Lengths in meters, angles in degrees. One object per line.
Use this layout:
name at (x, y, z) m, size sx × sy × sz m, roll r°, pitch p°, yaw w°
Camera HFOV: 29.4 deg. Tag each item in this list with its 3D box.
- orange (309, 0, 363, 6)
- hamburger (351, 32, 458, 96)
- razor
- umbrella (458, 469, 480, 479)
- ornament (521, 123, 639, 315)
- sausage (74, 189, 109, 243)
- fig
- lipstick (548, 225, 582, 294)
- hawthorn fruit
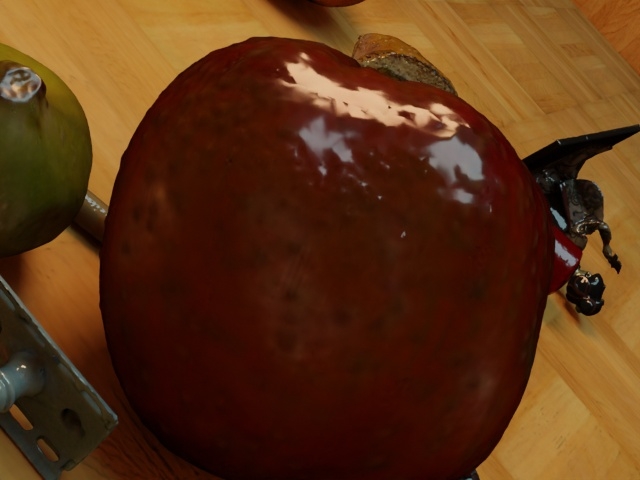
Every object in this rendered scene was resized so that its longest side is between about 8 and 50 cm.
orange at (-0.002, -0.372, 1.448) m, size 0.224 × 0.170 × 0.224 m, roll 22°, pitch 18°, yaw -7°
hamburger at (0.087, -0.195, 1.416) m, size 0.176 × 0.087 × 0.102 m, roll 20°, pitch 37°, yaw -40°
razor at (-0.198, 0.097, 0.554) m, size 0.106 × 0.068 × 0.232 m, roll 48°, pitch 29°, yaw 6°
umbrella at (0.127, 0.223, 0.899) m, size 0.037 × 0.040 × 0.144 m, roll 27°, pitch 30°, yaw -53°
ornament at (0.302, -0.009, 1.438) m, size 0.153 × 0.166 × 0.196 m, roll -11°, pitch 78°, yaw -37°
sausage at (-0.174, -0.033, 0.826) m, size 0.132 × 0.024 × 0.024 m, roll 40°, pitch 25°, yaw -12°
fig at (-0.198, -0.054, 0.716) m, size 0.136 × 0.121 × 0.153 m, roll 27°, pitch 7°, yaw -26°
lipstick at (0.182, -0.040, 1.343) m, size 0.241 × 0.080 × 0.080 m, roll 44°, pitch 24°, yaw -3°
hawthorn fruit at (0.004, 0.032, 0.733) m, size 0.275 × 0.300 × 0.275 m, roll 6°, pitch 14°, yaw -2°
